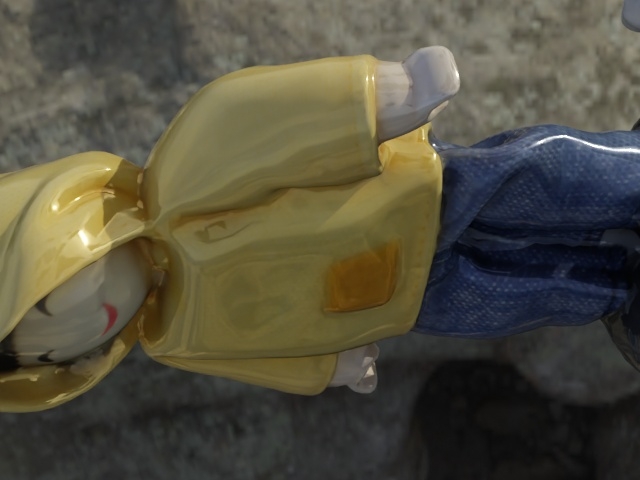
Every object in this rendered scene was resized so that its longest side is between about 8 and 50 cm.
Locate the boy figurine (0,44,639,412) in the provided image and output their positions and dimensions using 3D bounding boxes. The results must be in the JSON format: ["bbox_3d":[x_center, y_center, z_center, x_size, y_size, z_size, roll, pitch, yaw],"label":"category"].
[{"bbox_3d":[0.000,0.000,0.609,0.285,0.177,0.092,-3,53,-19],"label":"boy figurine"}]

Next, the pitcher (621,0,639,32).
[{"bbox_3d":[0.172,-0.212,0.858,0.125,0.207,0.178,5,75,8],"label":"pitcher"}]
